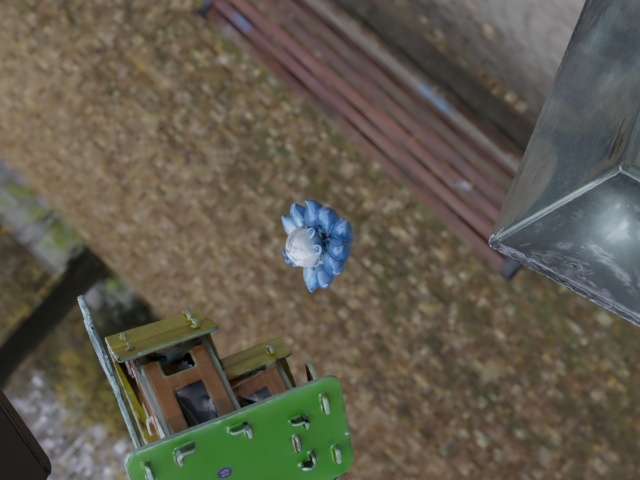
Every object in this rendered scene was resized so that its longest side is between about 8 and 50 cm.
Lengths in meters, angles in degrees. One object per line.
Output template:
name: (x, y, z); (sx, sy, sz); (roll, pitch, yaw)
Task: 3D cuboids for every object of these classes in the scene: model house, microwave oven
model house: (-0.164, 0.164, 2.040); (0.324, 0.300, 0.340); (-123, 17, -46)
microwave oven: (0.405, -0.163, 1.546); (0.236, 0.432, 0.374); (27, 161, -9)

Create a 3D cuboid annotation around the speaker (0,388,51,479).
speaker: (-0.390, 0.215, 1.308); (0.192, 0.230, 0.153); (61, -160, -20)

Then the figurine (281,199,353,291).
figurine: (0.000, 0.000, 1.770); (0.079, 0.114, 0.114); (-4, -150, -33)
